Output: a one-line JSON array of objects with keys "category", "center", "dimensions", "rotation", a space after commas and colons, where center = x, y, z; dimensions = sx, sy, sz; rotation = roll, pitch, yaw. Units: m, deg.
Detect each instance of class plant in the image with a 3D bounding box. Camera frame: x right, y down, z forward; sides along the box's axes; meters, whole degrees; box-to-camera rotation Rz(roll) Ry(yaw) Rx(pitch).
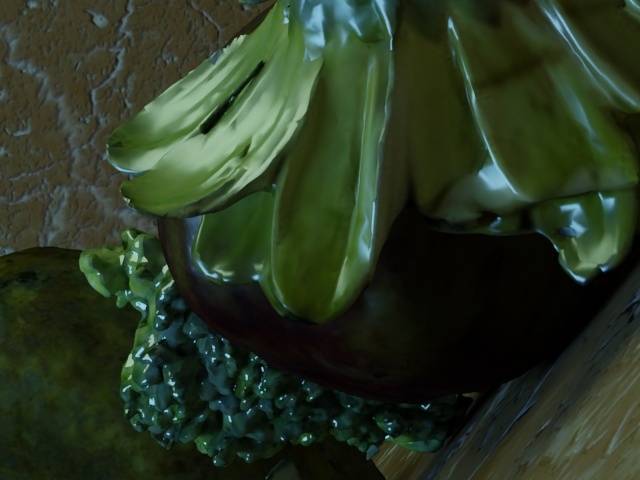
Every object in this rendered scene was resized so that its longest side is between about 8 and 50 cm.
[{"category": "plant", "center": [0.065, -0.124, 0.644], "dimensions": [0.306, 0.261, 0.297], "rotation": [-53, -20, -23]}]

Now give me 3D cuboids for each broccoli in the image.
[{"category": "broccoli", "center": [0.000, 0.000, 1.102], "dimensions": [0.245, 0.288, 0.248], "rotation": [18, 107, 58]}]

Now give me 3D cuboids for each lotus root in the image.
[{"category": "lotus root", "center": [-0.142, 0.151, 1.265], "dimensions": [0.250, 0.346, 0.250], "rotation": [-50, -12, -15]}]

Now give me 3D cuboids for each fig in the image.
[{"category": "fig", "center": [0.059, -0.082, 0.883], "dimensions": [0.217, 0.217, 0.321], "rotation": [105, -173, -81]}]

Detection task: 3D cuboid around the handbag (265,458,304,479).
[{"category": "handbag", "center": [-0.092, 0.237, 0.738], "dimensions": [0.247, 0.079, 0.260], "rotation": [-54, -5, 38]}]
